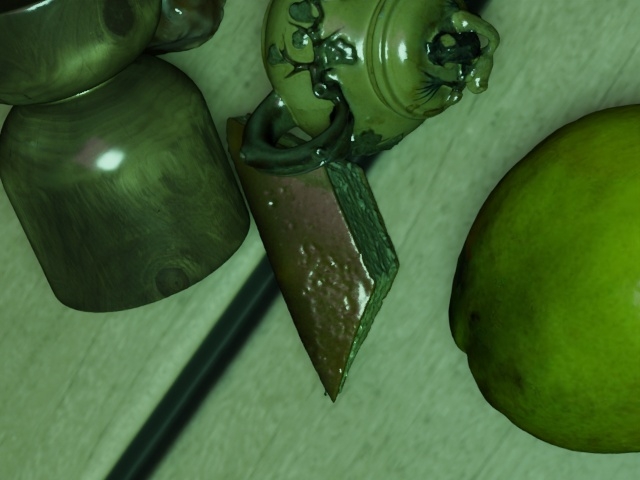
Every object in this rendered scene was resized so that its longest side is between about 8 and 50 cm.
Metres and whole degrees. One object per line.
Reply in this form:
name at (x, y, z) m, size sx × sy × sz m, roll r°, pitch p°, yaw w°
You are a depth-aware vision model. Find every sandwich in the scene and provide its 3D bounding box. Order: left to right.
sandwich at (0.000, 0.000, 1.291) m, size 0.096 × 0.094 × 0.258 m, roll -23°, pitch 87°, yaw 15°

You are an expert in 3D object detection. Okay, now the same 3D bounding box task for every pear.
pear at (0.246, 0.027, 1.164) m, size 0.321 × 0.269 × 0.269 m, roll -33°, pitch 83°, yaw 28°

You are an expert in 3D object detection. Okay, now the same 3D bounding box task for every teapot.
teapot at (0.047, -0.146, 1.220) m, size 0.182 × 0.173 × 0.269 m, roll 10°, pitch 51°, yaw 44°

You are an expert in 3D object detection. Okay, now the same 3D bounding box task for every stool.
stool at (-0.180, -0.097, 1.231) m, size 0.179 × 0.179 × 0.264 m, roll -15°, pitch 118°, yaw 11°

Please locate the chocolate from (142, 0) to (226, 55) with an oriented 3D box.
chocolate at (-0.198, -0.222, 1.333) m, size 0.214 × 0.093 × 0.148 m, roll -14°, pitch 88°, yaw 11°
